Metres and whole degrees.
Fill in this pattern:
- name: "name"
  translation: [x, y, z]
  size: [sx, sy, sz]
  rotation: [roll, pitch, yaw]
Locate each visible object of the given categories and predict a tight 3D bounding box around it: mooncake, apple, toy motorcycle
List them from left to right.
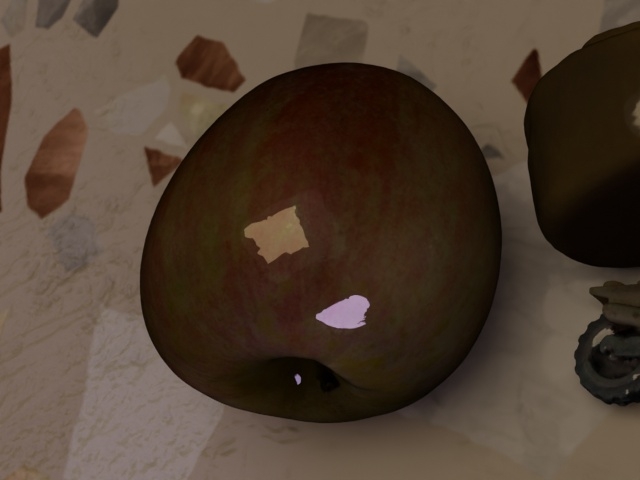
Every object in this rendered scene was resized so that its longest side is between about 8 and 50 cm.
- name: "apple"
  translation: [0.000, 0.000, 1.178]
  size: [0.256, 0.257, 0.234]
  rotation: [-5, 66, 23]
- name: "mooncake"
  translation: [0.243, -0.066, 1.114]
  size: [0.234, 0.235, 0.117]
  rotation: [-14, 70, 20]
- name: "toy motorcycle"
  translation: [0.284, 0.051, 1.129]
  size: [0.229, 0.094, 0.130]
  rotation: [-4, 66, 37]
